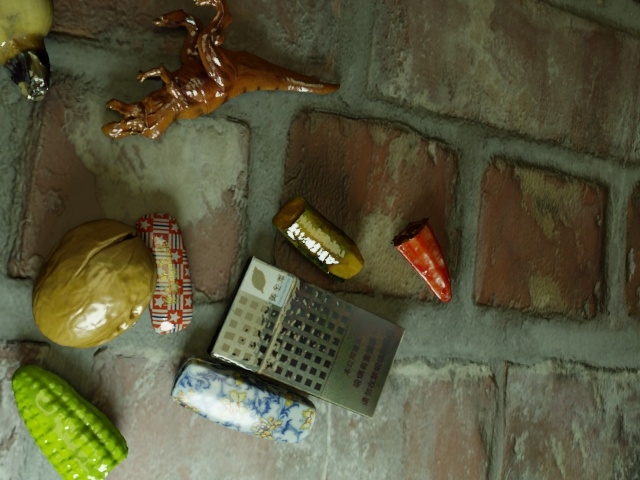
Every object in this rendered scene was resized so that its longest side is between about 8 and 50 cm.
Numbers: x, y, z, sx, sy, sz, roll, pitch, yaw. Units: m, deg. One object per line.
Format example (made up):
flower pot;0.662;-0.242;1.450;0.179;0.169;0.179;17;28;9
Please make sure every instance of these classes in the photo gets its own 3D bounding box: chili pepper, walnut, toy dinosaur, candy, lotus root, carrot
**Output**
chili pepper;0.211;0.051;1.045;0.088;0.065;0.169;-37;104;-18
walnut;-0.339;0.069;0.790;0.167;0.087;0.211;34;86;-6
toy dinosaur;-0.166;-0.299;0.893;0.431;0.097;0.208;-21;109;-17
candy;-0.374;0.267;0.790;0.096;0.096;0.210;-39;96;-18
lotus root;-0.466;-0.339;0.739;0.182;0.182;0.310;-39;104;-18
carrot;0.000;0.000;0.952;0.173;0.082;0.082;41;74;-18

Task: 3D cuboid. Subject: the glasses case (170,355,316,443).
glasses case;-0.124;0.268;0.897;0.247;0.065;0.087;28;90;-20

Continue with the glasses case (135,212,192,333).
glasses case;-0.248;0.051;0.868;0.073;0.049;0.195;-10;91;-22

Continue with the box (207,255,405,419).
box;-0.016;0.176;0.956;0.324;0.047;0.181;27;78;-19
